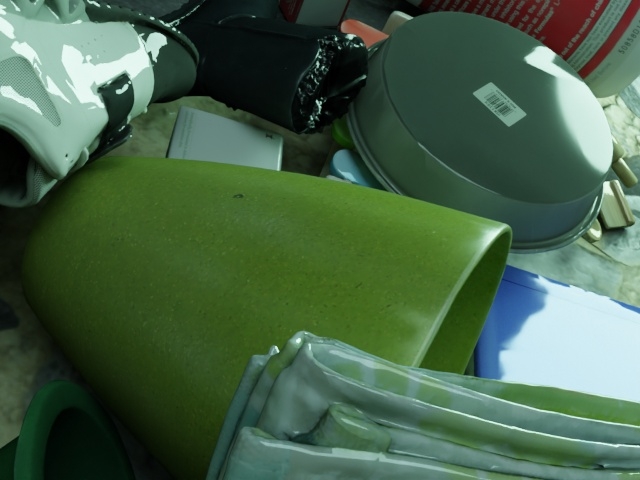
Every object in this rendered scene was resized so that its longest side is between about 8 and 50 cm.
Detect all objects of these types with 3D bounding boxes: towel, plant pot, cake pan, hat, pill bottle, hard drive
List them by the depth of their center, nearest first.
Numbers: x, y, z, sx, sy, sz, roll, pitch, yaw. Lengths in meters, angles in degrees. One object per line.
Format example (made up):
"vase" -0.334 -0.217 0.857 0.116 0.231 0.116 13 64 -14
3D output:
"towel" 0.071 0.237 0.438 0.320 0.374 0.090 12 22 -14
"hat" -0.225 0.190 0.530 0.184 0.173 0.208 -17 35 3
"plant pot" -0.057 0.057 0.599 0.293 0.274 0.275 25 46 17
"hard drive" 0.228 0.146 0.717 0.210 0.040 0.318 18 33 -2
"cake pan" 0.168 -0.122 0.839 0.293 0.054 0.293 11 53 -15
"pill bottle" 0.244 -0.367 1.067 0.408 0.229 0.229 26 48 -5

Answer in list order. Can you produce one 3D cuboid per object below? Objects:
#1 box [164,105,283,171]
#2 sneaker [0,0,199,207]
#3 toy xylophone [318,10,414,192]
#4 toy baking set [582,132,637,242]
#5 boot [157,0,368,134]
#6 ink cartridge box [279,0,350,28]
"box" -0.094 -0.047 0.753 0.102 0.087 0.101 15 49 -14
"sneaker" -0.192 -0.097 0.575 0.122 0.146 0.330 3 4 21
"toy xylophone" 0.108 -0.105 0.898 0.236 0.081 0.322 19 49 -11
"toy baking set" 0.283 -0.112 0.965 0.197 0.030 0.256 -35 92 -46
"boot" -0.043 -0.191 0.830 0.207 0.094 0.246 17 39 21
"ink cartridge box" -0.020 -0.362 1.008 0.072 0.127 0.175 -10 58 -28
